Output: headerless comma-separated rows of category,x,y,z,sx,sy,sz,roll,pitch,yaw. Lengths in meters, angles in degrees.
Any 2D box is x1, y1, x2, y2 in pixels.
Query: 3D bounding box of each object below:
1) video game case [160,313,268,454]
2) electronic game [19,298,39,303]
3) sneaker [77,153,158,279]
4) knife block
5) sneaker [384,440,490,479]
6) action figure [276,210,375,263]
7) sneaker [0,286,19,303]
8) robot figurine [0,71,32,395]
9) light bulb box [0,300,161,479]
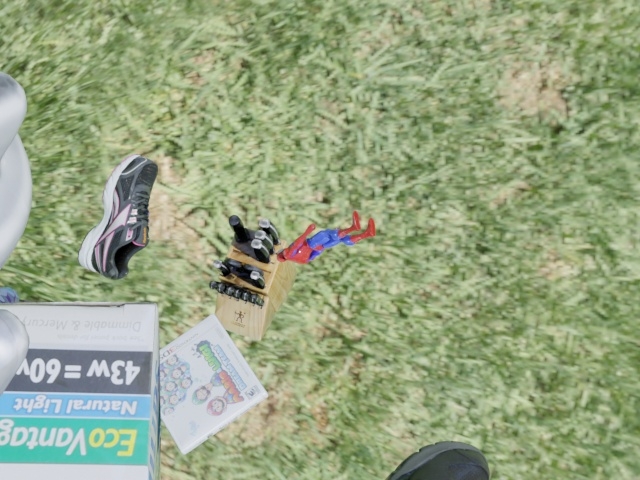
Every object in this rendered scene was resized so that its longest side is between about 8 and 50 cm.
video game case,-0.171,0.201,1.542,0.143,0.157,0.019,-34,149,-6
electronic game,-0.463,0.160,1.539,0.229,0.229,0.048,-18,131,-24
sneaker,-0.255,-0.026,1.472,0.072,0.077,0.178,5,112,-55
knife block,-0.100,0.026,1.788,0.088,0.276,0.242,18,121,8
sneaker,0.115,0.366,1.390,0.340,0.139,0.125,-16,131,-41
action figure,0.000,0.000,1.059,0.038,0.115,0.030,16,58,-47
sneaker,-0.385,0.091,1.306,0.038,0.098,0.069,-31,74,11
robot figurine,-0.316,0.004,0.692,0.300,0.353,0.200,45,38,4
light bulb box,-0.326,0.235,0.994,0.357,0.361,0.225,2,54,-8
